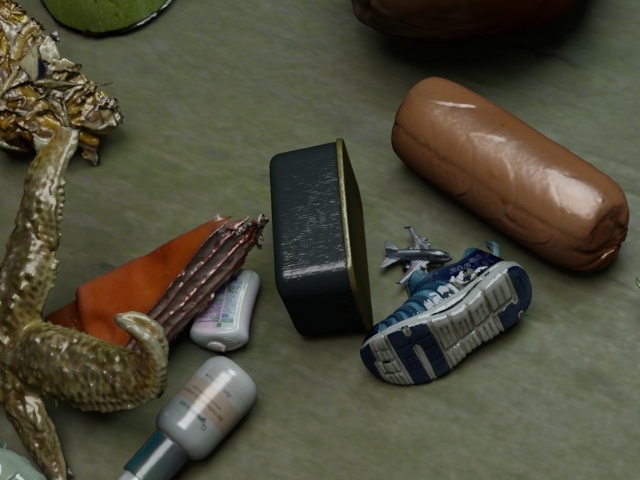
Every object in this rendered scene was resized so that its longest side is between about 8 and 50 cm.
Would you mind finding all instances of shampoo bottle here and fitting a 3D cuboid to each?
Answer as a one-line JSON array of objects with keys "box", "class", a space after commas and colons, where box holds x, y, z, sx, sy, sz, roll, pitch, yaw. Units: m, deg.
[{"box": [-0.152, 0.213, 1.631, 0.074, 0.074, 0.192, 35, 70, 26], "class": "shampoo bottle"}, {"box": [-0.111, 0.083, 1.720, 0.072, 0.043, 0.099, -1, 60, 17], "class": "shampoo bottle"}]

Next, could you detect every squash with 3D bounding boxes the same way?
[{"box": [-0.294, -0.389, 1.993, 0.220, 0.133, 0.220, -8, 57, 12], "class": "squash"}]

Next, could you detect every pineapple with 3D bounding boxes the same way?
[{"box": [-0.394, -0.202, 1.871, 0.161, 0.158, 0.334, -41, 62, -15], "class": "pineapple"}]

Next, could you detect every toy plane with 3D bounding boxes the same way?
[{"box": [0.112, 0.018, 1.731, 0.083, 0.031, 0.078, 5, 60, 13], "class": "toy plane"}]

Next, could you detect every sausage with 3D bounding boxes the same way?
[{"box": [0.219, -0.075, 1.718, 0.304, 0.121, 0.121, 35, 70, 26], "class": "sausage"}]

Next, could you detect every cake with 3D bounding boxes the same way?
[{"box": [-0.172, 0.065, 1.677, 0.287, 0.098, 0.135, -35, 53, 14], "class": "cake"}]

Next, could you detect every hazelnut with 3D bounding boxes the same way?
[{"box": [0.188, -0.389, 1.802, 0.315, 0.372, 0.372, 48, 71, -13], "class": "hazelnut"}]

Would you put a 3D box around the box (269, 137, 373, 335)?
[{"box": [0.000, 0.000, 1.697, 0.090, 0.144, 0.201, -10, 59, 8], "class": "box"}]

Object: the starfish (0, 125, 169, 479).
[{"box": [-0.334, 0.055, 1.676, 0.324, 0.082, 0.432, -50, 57, 27], "class": "starfish"}]

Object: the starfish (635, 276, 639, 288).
[{"box": [0.457, 0.058, 1.641, 0.223, 0.050, 0.217, 8, 54, 0], "class": "starfish"}]

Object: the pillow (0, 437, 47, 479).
[{"box": [-0.461, 0.282, 1.602, 0.310, 0.138, 0.283, 33, 69, 28], "class": "pillow"}]

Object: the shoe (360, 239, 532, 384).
[{"box": [0.133, 0.079, 1.669, 0.207, 0.091, 0.106, -33, 38, -6], "class": "shoe"}]
